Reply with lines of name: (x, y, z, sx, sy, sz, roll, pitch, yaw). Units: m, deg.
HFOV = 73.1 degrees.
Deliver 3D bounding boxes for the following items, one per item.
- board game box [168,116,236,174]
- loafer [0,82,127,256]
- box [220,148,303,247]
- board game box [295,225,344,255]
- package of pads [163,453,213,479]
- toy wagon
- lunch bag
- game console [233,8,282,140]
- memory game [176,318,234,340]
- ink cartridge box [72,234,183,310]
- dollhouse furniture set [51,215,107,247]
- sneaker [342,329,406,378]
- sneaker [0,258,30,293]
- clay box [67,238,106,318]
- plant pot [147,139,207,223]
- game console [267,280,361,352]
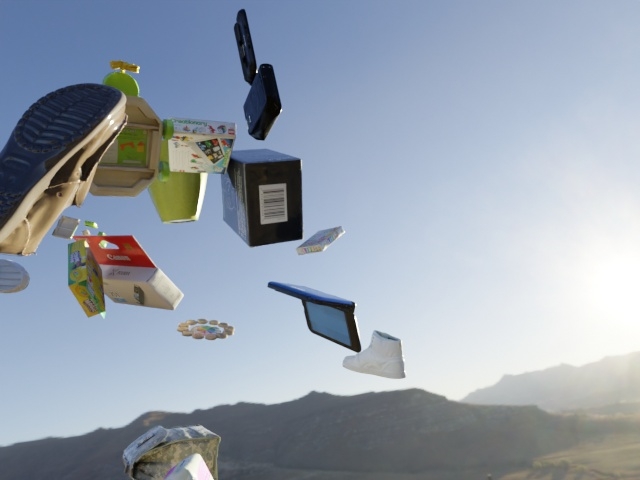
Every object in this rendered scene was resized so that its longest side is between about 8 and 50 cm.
board game box: (-0.386, -0.294, 1.386, 0.192, 0.053, 0.305, 1, -13, -18)
loafer: (-0.470, -0.127, 0.759, 0.133, 0.366, 0.130, 25, -23, 13)
box: (-0.233, -0.178, 1.629, 0.211, 0.294, 0.395, -9, 20, -24)
board game box: (0.000, 0.000, 1.456, 0.103, 0.026, 0.154, -12, 18, 36)
package of pads: (-0.285, 0.695, 1.068, 0.101, 0.297, 0.229, -30, -10, -18)
toy wagon: (-0.521, -0.284, 1.118, 0.267, 0.068, 0.345, -3, -68, -40)
lunch bag: (-0.515, 0.724, 1.461, 0.286, 0.169, 0.235, 8, -17, -28)
game console: (-0.187, -0.476, 1.211, 0.043, 0.362, 0.213, -9, -9, -24)
memory game: (-0.374, 0.288, 1.411, 0.186, 0.012, 0.186, 8, 7, -1)
ink cartridge box: (-0.600, 0.099, 1.307, 0.296, 0.066, 0.261, 0, -45, 31)
dollhouse furniture set: (-0.773, -0.024, 1.400, 0.151, 0.076, 0.058, 14, -22, -4)
sneaker: (0.204, 0.430, 1.678, 0.292, 0.169, 0.108, -6, -6, 44)
sneaker: (-0.909, 0.103, 1.237, 0.258, 0.094, 0.091, 6, -15, 23)
clay box: (-0.647, 0.111, 1.193, 0.053, 0.222, 0.128, -19, -49, -16)
plant pot: (-0.566, -0.220, 1.705, 0.274, 0.294, 0.275, -6, -2, 0)
game console: (-0.025, 0.258, 1.466, 0.250, 0.174, 0.293, 14, -4, -40)
